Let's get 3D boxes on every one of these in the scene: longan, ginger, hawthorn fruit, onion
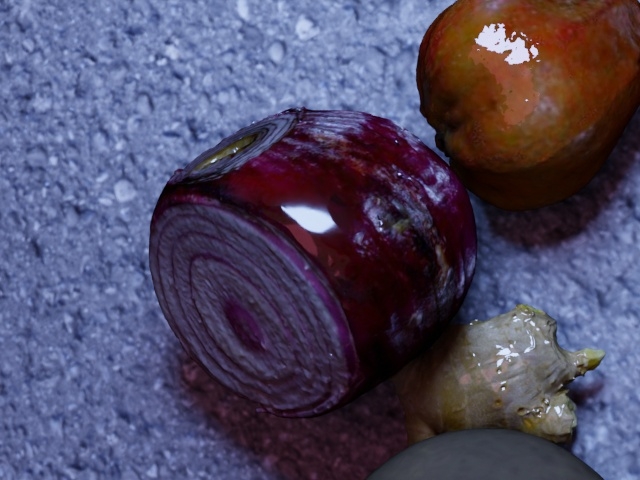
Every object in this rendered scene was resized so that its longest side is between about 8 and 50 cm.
[{"bbox_3d":[0.149,0.313,1.346,0.297,0.297,0.297,-3,81,19],"label":"longan"},{"bbox_3d":[0.174,0.140,1.457,0.216,0.102,0.157,-18,83,16],"label":"ginger"},{"bbox_3d":[0.218,-0.165,1.435,0.261,0.224,0.224,-35,71,-2],"label":"hawthorn fruit"},{"bbox_3d":[0.000,0.000,1.452,0.260,0.336,0.282,-42,97,-32],"label":"onion"}]
